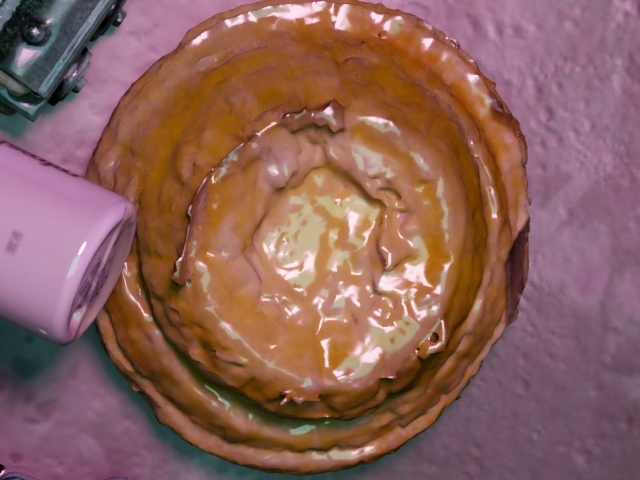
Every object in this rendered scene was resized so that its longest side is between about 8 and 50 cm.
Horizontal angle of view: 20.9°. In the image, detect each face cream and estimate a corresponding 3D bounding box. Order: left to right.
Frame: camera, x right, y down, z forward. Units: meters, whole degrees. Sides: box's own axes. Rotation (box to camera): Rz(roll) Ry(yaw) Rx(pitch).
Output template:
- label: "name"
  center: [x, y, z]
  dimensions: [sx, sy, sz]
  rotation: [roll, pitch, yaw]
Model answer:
- label: "face cream"
  center: [-0.257, -0.045, 0.957]
  dimensions: [0.311, 0.092, 0.092]
  rotation: [24, 92, 9]

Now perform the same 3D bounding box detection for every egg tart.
- label: "egg tart"
  center: [0.000, 0.000, 1.017]
  dimensions: [0.290, 0.115, 0.290]
  rotation: [-1, 98, -10]

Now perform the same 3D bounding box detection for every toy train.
- label: "toy train"
  center: [-0.139, -0.145, 0.979]
  dimensions: [0.071, 0.111, 0.170]
  rotation: [34, 90, -7]

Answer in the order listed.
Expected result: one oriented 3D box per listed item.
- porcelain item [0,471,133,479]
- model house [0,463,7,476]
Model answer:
- label: "porcelain item"
  center: [-0.152, 0.296, 1.002]
  dimensions: [0.286, 0.157, 0.281]
  rotation: [-43, 99, -1]
- label: "model house"
  center: [-0.266, 0.124, 0.998]
  dimensions: [0.207, 0.136, 0.219]
  rotation: [37, 72, 27]
